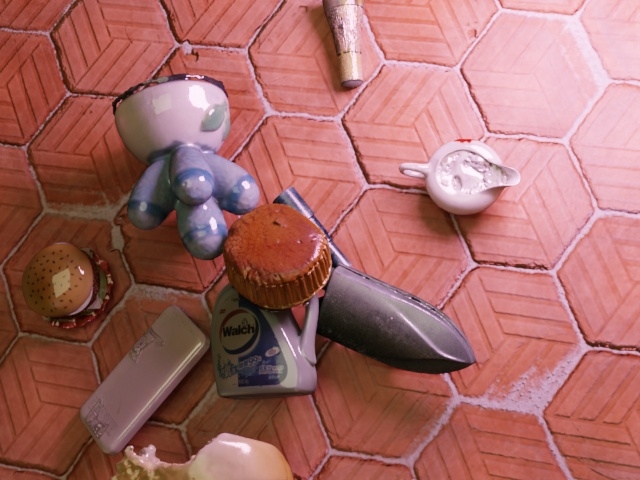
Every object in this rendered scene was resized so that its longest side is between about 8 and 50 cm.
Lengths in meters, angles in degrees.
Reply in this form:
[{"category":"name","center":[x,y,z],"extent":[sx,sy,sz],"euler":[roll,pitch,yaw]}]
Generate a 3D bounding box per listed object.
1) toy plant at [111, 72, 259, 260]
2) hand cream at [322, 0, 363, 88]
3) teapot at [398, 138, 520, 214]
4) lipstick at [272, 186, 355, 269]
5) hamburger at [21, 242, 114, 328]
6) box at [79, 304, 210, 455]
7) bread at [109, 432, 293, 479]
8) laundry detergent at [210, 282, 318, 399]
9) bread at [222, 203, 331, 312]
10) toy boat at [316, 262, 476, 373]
[{"category":"toy plant","center":[-0.249,-0.118,1.930],"extent":[0.247,0.247,0.332],"euler":[-17,71,6]},{"category":"hand cream","center":[0.055,-0.399,2.034],"extent":[0.084,0.084,0.203],"euler":[-8,83,8]},{"category":"teapot","center":[0.258,-0.118,1.917],"extent":[0.226,0.092,0.145],"euler":[5,75,13]},{"category":"lipstick","center":[0.000,0.000,1.957],"extent":[0.053,0.053,0.234],"euler":[-40,75,-1]},{"category":"hamburger","center":[-0.493,0.083,1.983],"extent":[0.175,0.137,0.175],"euler":[-1,78,7]},{"category":"box","center":[-0.334,0.259,1.935],"extent":[0.285,0.044,0.142],"euler":[-49,46,-2]},{"category":"bread","center":[-0.238,0.496,1.719],"extent":[0.424,0.329,0.245],"euler":[-29,42,5]},{"category":"laundry detergent","center":[-0.100,0.148,1.902],"extent":[0.214,0.105,0.281],"euler":[-8,73,27]},{"category":"bread","center":[-0.080,0.024,1.846],"extent":[0.199,0.104,0.199],"euler":[-5,50,6]},{"category":"toy boat","center":[0.133,0.155,1.863],"extent":[0.319,0.092,0.141],"euler":[24,113,19]}]
